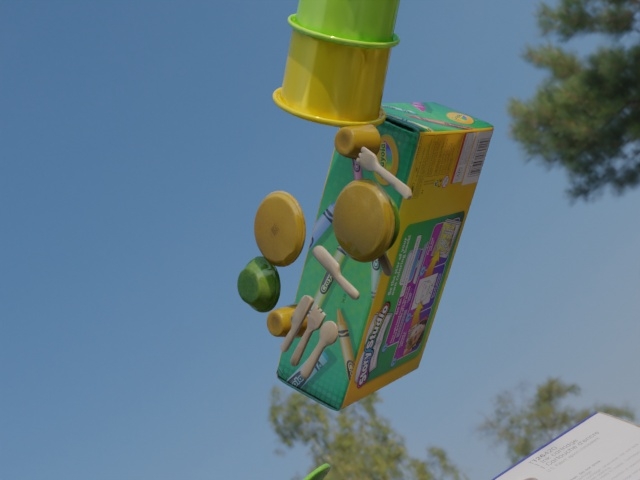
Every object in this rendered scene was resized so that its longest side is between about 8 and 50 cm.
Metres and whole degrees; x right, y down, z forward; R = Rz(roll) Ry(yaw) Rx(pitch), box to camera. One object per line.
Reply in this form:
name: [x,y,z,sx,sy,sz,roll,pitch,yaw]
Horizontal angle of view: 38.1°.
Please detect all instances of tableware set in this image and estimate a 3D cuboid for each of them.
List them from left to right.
tableware set: [0.000,0.000,0.568,0.024,0.104,0.154,-4,-49,-44]

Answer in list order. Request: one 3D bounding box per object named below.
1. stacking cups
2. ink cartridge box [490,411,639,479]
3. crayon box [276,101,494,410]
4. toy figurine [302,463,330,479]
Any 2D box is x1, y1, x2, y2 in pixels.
stacking cups: [0.033,-0.244,0.681,0.096,0.096,0.316,-13,-55,-40]
ink cartridge box: [0.203,0.251,0.702,0.303,0.072,0.307,-27,6,-17]
crayon box: [0.064,0.010,0.901,0.165,0.081,0.279,-13,-57,-56]
toy figurine: [-0.003,0.365,1.033,0.173,0.159,0.130,-33,-19,-33]
